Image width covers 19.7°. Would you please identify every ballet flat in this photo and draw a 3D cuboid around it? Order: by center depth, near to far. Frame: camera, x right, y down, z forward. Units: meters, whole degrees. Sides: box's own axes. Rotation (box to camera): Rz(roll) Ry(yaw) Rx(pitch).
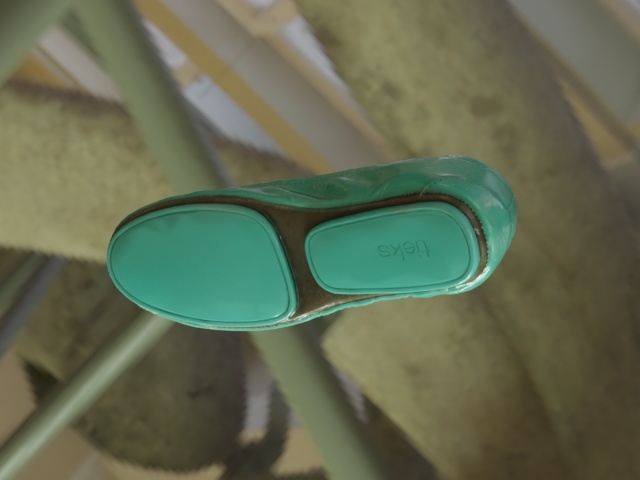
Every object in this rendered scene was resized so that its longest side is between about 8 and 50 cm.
[{"bbox_3d":[0.000,0.000,1.015,0.247,0.083,0.087,-6,-164,32],"label":"ballet flat"}]
